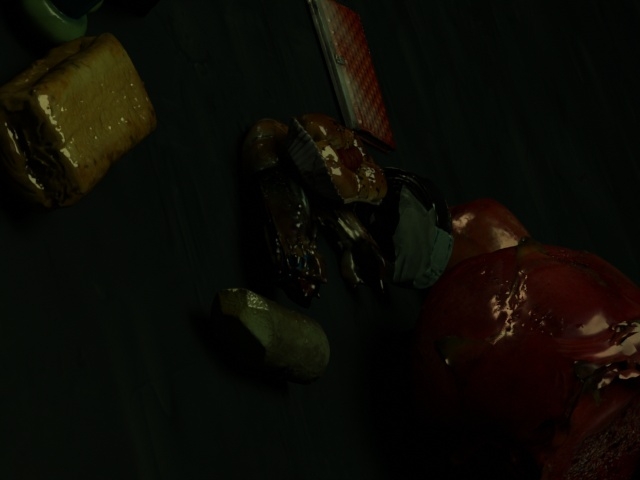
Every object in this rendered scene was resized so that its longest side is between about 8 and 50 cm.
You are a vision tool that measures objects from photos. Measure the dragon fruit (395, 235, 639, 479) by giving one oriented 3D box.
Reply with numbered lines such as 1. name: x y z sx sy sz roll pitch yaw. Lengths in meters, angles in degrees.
1. dragon fruit: 0.231 0.145 2.039 0.295 0.295 0.301 48 0 -29

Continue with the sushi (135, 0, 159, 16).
1. sushi: -0.171 -0.350 1.930 0.150 0.153 0.172 38 70 -2

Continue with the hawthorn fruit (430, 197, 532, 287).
1. hawthorn fruit: 0.183 0.018 2.266 0.138 0.133 0.133 63 24 6

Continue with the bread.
1. bread: -0.214 -0.103 1.669 0.114 0.083 0.211 63 24 -11

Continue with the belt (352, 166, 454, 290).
1. belt: 0.092 -0.013 2.152 0.058 0.105 0.140 14 62 -59

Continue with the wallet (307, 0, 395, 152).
1. wallet: 0.038 -0.202 2.341 0.103 0.020 0.196 23 46 -54

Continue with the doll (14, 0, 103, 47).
1. doll: -0.252 -0.344 1.727 0.322 0.186 0.198 53 25 -26

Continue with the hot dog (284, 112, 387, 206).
1. hot dog: 0.019 -0.083 2.033 0.108 0.059 0.191 61 13 9

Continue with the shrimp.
1. shrimp: 0.000 0.000 2.011 0.222 0.054 0.290 47 21 -30

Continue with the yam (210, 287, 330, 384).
1. yam: -0.047 0.092 1.816 0.146 0.070 0.069 25 43 -54
